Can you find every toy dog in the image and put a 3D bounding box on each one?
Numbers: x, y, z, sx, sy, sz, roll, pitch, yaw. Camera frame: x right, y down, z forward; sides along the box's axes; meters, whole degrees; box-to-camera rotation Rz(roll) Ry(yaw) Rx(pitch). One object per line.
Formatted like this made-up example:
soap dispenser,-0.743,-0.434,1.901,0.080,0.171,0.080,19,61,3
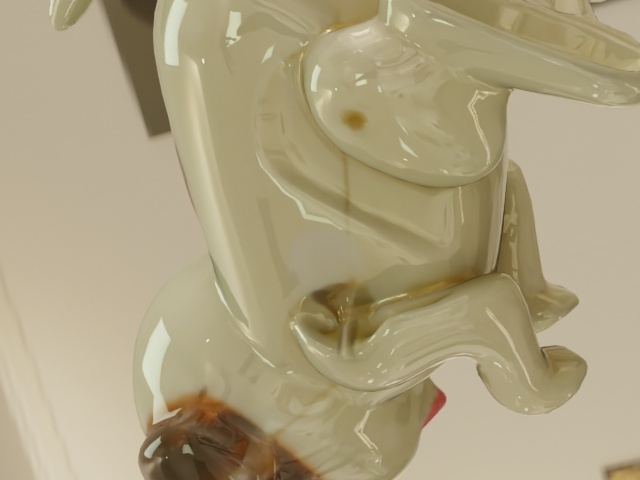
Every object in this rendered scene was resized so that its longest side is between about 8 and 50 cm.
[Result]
toy dog,0.000,0.000,0.957,0.284,0.395,0.408,-99,22,-62
